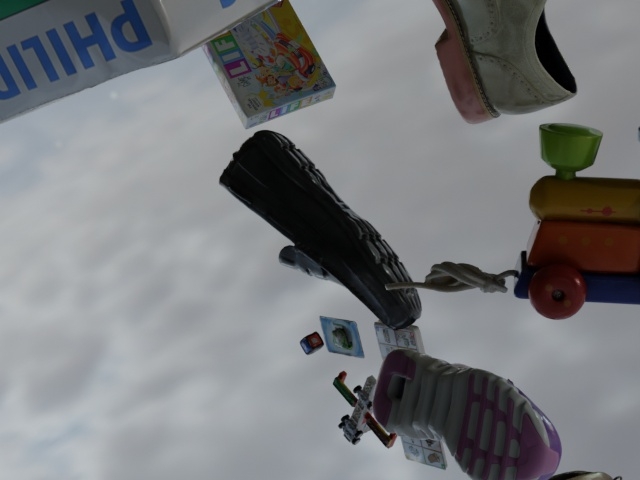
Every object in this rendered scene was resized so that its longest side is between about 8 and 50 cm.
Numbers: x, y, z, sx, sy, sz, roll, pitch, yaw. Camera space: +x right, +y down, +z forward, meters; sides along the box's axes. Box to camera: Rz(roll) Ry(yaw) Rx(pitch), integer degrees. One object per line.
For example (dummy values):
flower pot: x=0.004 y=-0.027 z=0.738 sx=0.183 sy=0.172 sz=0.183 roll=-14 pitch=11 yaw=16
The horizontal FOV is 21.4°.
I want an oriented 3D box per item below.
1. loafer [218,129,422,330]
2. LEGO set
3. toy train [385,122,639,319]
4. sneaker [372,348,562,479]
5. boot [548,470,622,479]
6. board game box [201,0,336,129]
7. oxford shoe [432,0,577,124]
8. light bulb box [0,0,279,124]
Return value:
loafer: x=0.000 y=0.000 z=1.491 sx=0.078 sy=0.223 sz=0.076 roll=-46 pitch=166 yaw=15
LEGO set: x=0.071 y=0.173 z=2.081 sx=0.060 sy=0.182 sz=0.244 roll=-23 pitch=-163 yaw=-34
toy train: x=0.173 y=-0.023 z=1.254 sx=0.248 sy=0.143 sz=0.105 roll=3 pitch=-164 yaw=6
sneaker: x=0.151 y=0.161 z=1.554 sx=0.104 sy=0.095 sz=0.236 roll=12 pitch=-174 yaw=-34
boot: x=0.367 y=0.327 z=2.054 sx=0.305 sy=0.115 sz=0.112 roll=-4 pitch=169 yaw=-40
board game box: x=-0.064 y=-0.199 z=1.758 sx=0.103 sy=0.154 sz=0.026 roll=-22 pitch=160 yaw=-18
oxford shoe: x=0.183 y=-0.314 z=1.852 sx=0.146 sy=0.397 sz=0.140 roll=-5 pitch=-143 yaw=24
light bulb box: x=-0.223 y=-0.258 z=1.037 sx=0.358 sy=0.361 sz=0.225 roll=-16 pitch=-165 yaw=37
